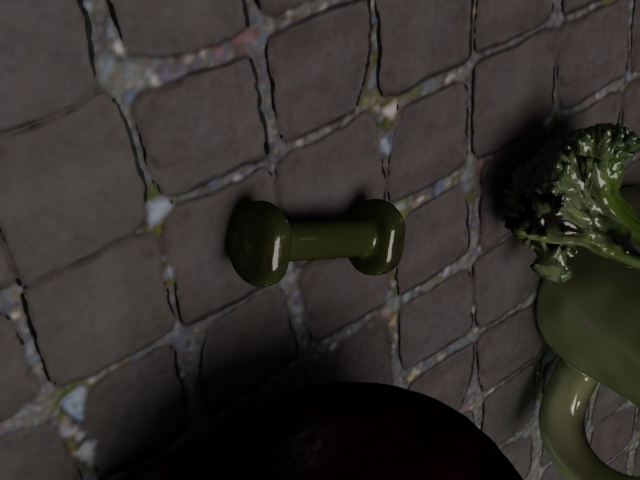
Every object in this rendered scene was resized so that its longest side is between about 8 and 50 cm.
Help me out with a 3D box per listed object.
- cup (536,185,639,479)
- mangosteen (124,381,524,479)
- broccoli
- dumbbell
[{"bbox_3d":[0.283,0.098,0.805,0.255,0.202,0.173,-50,138,-5],"label":"cup"},{"bbox_3d":[0.004,0.241,0.605,0.293,0.297,0.297,-24,150,32],"label":"mangosteen"},{"bbox_3d":[0.233,-0.003,0.705,0.122,0.204,0.118,-57,170,2],"label":"broccoli"},{"bbox_3d":[0.000,0.000,0.602,0.118,0.046,0.052,-4,113,-41],"label":"dumbbell"}]
